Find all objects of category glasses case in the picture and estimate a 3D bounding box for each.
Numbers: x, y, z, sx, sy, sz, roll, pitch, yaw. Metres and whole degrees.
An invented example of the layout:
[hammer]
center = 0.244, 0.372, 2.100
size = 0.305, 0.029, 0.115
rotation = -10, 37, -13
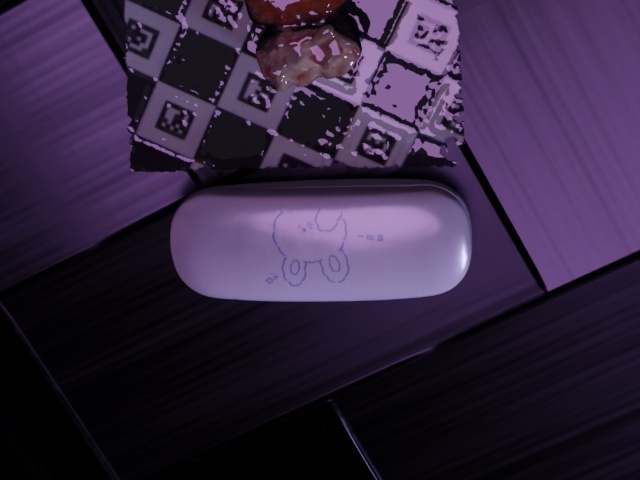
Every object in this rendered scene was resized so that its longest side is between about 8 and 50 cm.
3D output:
[glasses case]
center = 0.000, 0.000, 1.492
size = 0.233, 0.059, 0.092
rotation = 0, 114, 8

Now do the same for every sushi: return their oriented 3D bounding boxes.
[sushi]
center = -0.027, -0.176, 1.428
size = 0.264, 0.050, 0.290
rotation = 1, 113, 7
